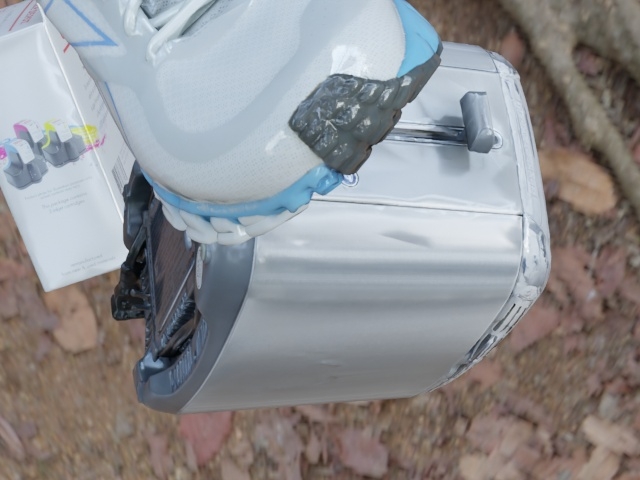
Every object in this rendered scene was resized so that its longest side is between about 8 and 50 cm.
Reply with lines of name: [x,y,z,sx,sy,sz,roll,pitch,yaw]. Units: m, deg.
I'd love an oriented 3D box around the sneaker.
sneaker: [-0.041,-0.064,0.393,0.071,0.083,0.190,-43,31,-3]

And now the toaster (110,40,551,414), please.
toaster: [0.000,0.000,0.717,0.146,0.227,0.129,1,64,-16]

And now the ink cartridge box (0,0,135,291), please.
ink cartridge box: [-0.155,-0.077,0.955,0.061,0.104,0.181,-18,108,5]
